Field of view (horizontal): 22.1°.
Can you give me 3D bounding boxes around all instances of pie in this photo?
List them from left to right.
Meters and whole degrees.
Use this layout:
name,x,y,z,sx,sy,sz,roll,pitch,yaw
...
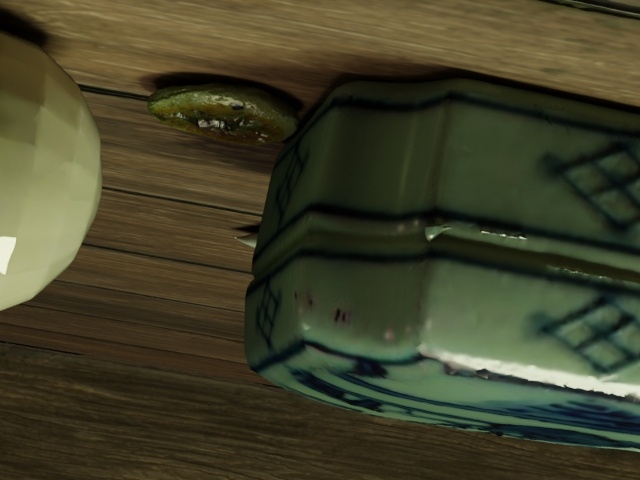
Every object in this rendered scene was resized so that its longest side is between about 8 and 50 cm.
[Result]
name,x,y,z,sx,sy,sz,roll,pitch,yaw
pie,-0.053,-0.068,0.880,0.084,0.021,0.084,8,170,1

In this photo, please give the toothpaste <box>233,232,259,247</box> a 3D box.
name,x,y,z,sx,sy,sz,roll,pitch,yaw
toothpaste,0.000,0.000,1.191,0.052,0.033,0.218,15,171,-24

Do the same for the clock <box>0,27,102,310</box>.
name,x,y,z,sx,sy,sz,roll,pitch,yaw
clock,-0.304,-0.057,0.772,0.342,0.184,0.326,10,176,24

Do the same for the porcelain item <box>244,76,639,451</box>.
name,x,y,z,sx,sy,sz,roll,pitch,yaw
porcelain item,0.109,0.027,0.896,0.281,0.157,0.286,12,169,-11
